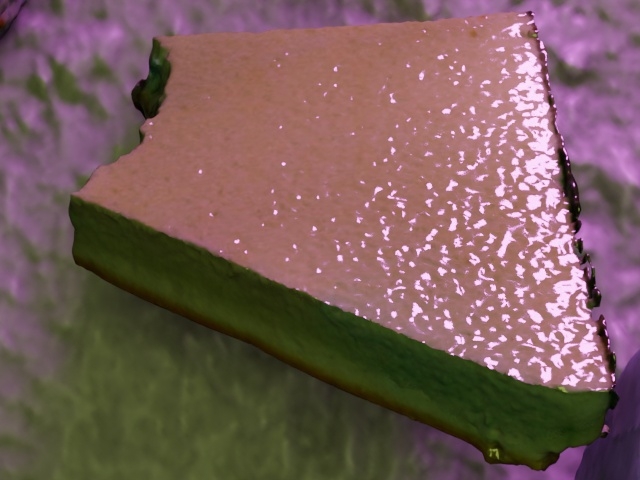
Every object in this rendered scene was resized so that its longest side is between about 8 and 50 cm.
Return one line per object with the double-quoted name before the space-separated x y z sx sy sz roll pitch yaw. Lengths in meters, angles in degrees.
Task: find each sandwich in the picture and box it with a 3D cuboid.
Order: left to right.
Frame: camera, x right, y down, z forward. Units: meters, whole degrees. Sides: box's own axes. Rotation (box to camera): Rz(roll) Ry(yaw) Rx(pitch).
"sandwich" 0.000 0.000 0.757 0.212 0.063 0.245 -4 40 1

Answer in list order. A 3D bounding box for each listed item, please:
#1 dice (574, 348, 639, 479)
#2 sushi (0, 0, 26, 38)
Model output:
"dice" 0.211 0.192 0.673 0.268 0.262 0.264 16 79 2
"sushi" -0.160 -0.203 0.826 0.127 0.124 0.225 25 85 6
